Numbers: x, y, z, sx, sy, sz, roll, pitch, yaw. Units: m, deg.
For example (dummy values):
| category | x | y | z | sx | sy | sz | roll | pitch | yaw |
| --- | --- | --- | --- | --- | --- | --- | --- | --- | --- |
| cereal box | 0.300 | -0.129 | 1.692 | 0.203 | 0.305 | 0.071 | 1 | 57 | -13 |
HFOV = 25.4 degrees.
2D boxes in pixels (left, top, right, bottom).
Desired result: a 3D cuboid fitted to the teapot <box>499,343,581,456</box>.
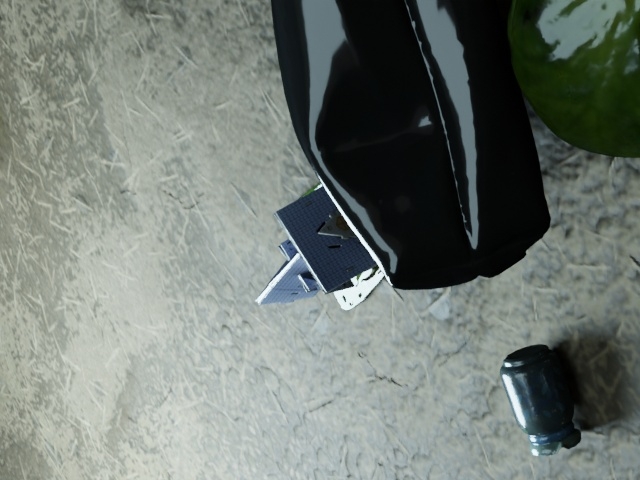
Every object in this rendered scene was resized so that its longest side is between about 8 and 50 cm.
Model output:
| category | x | y | z | sx | sy | sz | roll | pitch | yaw |
| --- | --- | --- | --- | --- | --- | --- | --- | --- | --- |
| teapot | 0.170 | 0.127 | 1.131 | 0.063 | 0.049 | 0.083 | -9 | 102 | 52 |

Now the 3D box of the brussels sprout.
| category | x | y | z | sx | sy | sz | roll | pitch | yaw |
| --- | --- | --- | --- | --- | --- | --- | --- | --- | --- |
| brussels sprout | 0.191 | -0.141 | 0.896 | 0.145 | 0.131 | 0.183 | 11 | 120 | 42 |

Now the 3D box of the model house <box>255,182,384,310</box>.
| category | x | y | z | sx | sy | sz | roll | pitch | yaw |
| --- | --- | --- | --- | --- | --- | --- | --- | --- | --- |
| model house | 0.000 | 0.000 | 1.243 | 0.117 | 0.088 | 0.167 | 59 | 143 | 10 |

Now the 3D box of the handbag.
| category | x | y | z | sx | sy | sz | roll | pitch | yaw |
| --- | --- | --- | --- | --- | --- | --- | --- | --- | --- |
| handbag | 0.037 | -0.144 | 1.038 | 0.288 | 0.152 | 0.342 | -128 | 23 | -82 |
